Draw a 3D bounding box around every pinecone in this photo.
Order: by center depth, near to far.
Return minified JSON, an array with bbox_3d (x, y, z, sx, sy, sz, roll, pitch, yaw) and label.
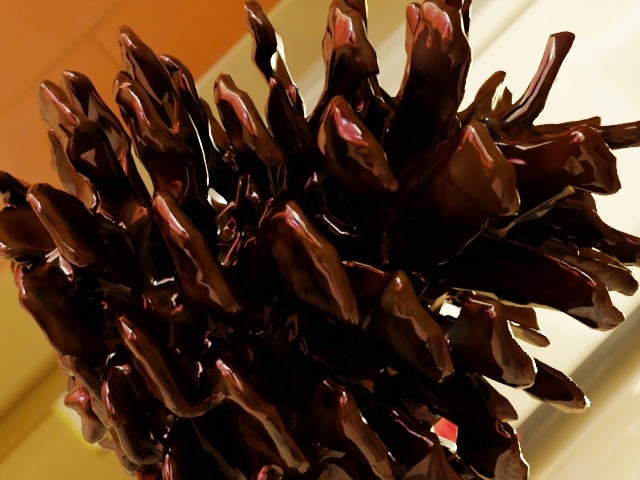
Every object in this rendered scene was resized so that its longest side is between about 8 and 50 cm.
[{"bbox_3d":[0.007,0.003,0.480,0.163,0.165,0.163,58,174,10],"label":"pinecone"}]
